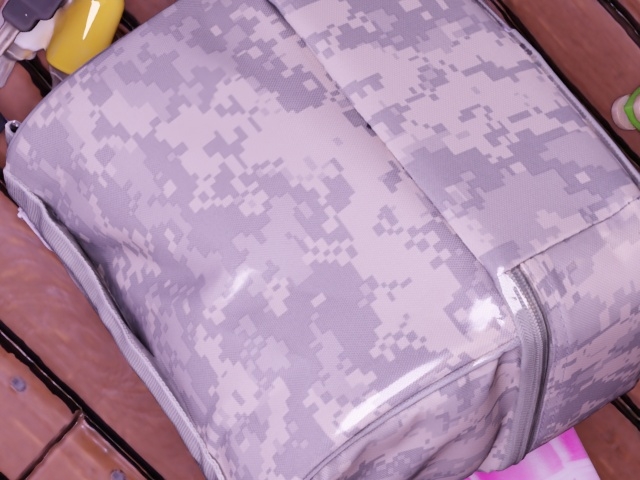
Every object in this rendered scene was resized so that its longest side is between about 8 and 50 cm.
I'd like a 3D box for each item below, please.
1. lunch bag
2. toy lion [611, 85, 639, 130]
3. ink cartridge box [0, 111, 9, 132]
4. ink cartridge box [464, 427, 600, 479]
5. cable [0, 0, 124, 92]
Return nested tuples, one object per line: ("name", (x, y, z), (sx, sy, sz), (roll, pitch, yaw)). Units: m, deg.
("lunch bag", (0.000, 0.000, 0.970), (0.256, 0.212, 0.305), (-29, 65, -17))
("toy lion", (0.257, -0.073, 1.214), (0.096, 0.034, 0.100), (-35, 102, -26))
("ink cartridge box", (-0.263, -0.017, 0.964), (0.046, 0.097, 0.207), (31, 75, 25))
("ink cartridge box", (0.092, 0.201, 1.010), (0.176, 0.069, 0.371), (-7, 53, -22))
("cable", (-0.120, -0.209, 0.995), (0.139, 0.072, 0.287), (39, 98, -6))
